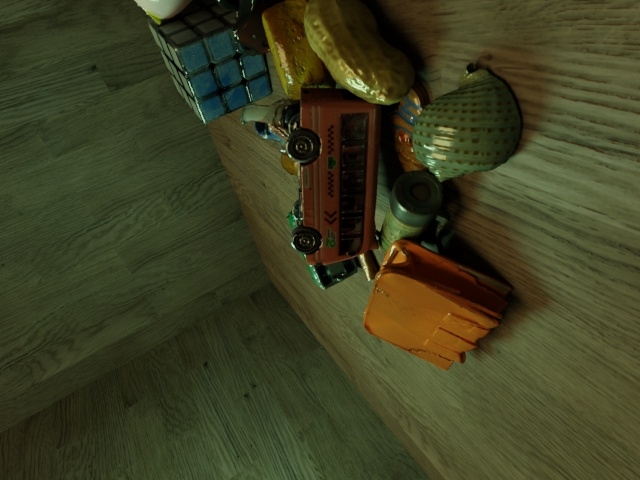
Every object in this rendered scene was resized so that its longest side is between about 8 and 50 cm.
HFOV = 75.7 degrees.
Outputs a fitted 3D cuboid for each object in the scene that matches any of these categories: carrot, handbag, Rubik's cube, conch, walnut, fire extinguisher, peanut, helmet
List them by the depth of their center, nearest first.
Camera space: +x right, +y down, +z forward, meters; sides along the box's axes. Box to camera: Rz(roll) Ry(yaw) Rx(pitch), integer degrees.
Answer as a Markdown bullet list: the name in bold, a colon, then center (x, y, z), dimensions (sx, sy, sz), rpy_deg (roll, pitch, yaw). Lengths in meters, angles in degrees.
- **conch**: center (0.236, -0.189, 0.723), dimensions (0.172, 0.131, 0.200), rpy_deg (45, 158, 45)
- **peanut**: center (0.074, -0.393, 0.843), dimensions (0.306, 0.146, 0.147), rpy_deg (62, 164, 21)
- **fire extinguisher**: center (0.229, -0.007, 1.035), dimensions (0.200, 0.113, 0.376), rpy_deg (55, 168, 18)
- **handbag**: center (0.274, 0.179, 1.066), dimensions (0.303, 0.116, 0.410), rpy_deg (25, 152, 13)
- **helmet**: center (-0.182, -0.628, 1.147), dimensions (0.189, 0.193, 0.216), rpy_deg (63, 156, 18)
- **carrot**: center (0.157, 0.036, 1.467), dimensions (0.057, 0.057, 0.225), rpy_deg (16, 128, 67)
- **Rubik's cube**: center (-0.393, -0.670, 1.508), dimensions (0.304, 0.305, 0.301), rpy_deg (47, 160, 34)
- **walnut**: center (-0.076, -0.290, 1.537), dimensions (0.207, 0.115, 0.116), rpy_deg (26, 142, 51)

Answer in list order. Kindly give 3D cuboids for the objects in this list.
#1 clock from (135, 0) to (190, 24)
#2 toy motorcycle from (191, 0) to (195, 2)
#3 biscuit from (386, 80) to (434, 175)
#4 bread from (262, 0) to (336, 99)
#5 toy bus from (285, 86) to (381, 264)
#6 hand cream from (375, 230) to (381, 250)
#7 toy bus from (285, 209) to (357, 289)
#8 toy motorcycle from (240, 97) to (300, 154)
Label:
- **clock**: center (-0.507, -0.932, 1.295), dimensions (0.368, 0.377, 0.250), rpy_deg (49, -170, 36)
- **toy motorcycle**: center (-0.466, -0.940, 1.648), dimensions (0.159, 0.106, 0.271), rpy_deg (27, 131, 56)
- **biscuit**: center (0.211, -0.217, 0.929), dimensions (0.183, 0.043, 0.281), rpy_deg (48, 156, 47)
- **bread**: center (-0.055, -0.487, 1.050), dimensions (0.268, 0.145, 0.269), rpy_deg (160, 90, -87)
- **toy bus**: center (0.035, -0.157, 1.045), dimensions (0.203, 0.232, 0.428), rpy_deg (-94, 3, -60)
- **hand cream**: center (0.211, 0.025, 1.300), dimensions (0.174, 0.047, 0.076), rpy_deg (48, 161, 62)
- **toy bus**: center (0.000, 0.000, 1.635), dimensions (0.344, 0.183, 0.199), rpy_deg (69, 167, -20)
- **toy motorcycle**: center (-0.124, -0.400, 1.350), dimensions (0.241, 0.182, 0.319), rpy_deg (39, 173, -24)
